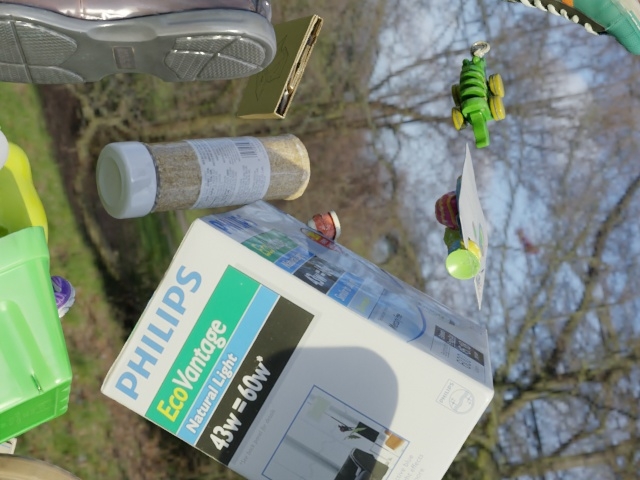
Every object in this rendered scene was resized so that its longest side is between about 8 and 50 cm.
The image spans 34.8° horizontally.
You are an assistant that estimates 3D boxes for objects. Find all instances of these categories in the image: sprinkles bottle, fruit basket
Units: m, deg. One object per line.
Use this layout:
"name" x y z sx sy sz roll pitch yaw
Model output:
"sprinkles bottle" -0.189 -0.112 1.703 0.121 0.355 0.121 13 -74 51
"fruit basket" -0.431 0.053 1.204 0.392 0.283 0.392 50 -25 34

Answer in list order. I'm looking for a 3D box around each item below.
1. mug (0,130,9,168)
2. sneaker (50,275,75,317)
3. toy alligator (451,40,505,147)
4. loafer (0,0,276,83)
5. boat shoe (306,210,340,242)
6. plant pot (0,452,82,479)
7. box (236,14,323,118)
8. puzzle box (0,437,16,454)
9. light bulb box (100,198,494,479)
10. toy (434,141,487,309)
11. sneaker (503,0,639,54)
"mug" -0.360 -0.077 1.050 0.078 0.062 0.064 -55 -157 18
"sneaker" -0.409 0.092 1.463 0.071 0.068 0.170 64 21 -20
"toy alligator" 0.179 -0.186 1.181 0.051 0.056 0.189 58 28 -42
"loafer" -0.189 -0.188 0.831 0.109 0.303 0.095 118 -30 -66
"boat shoe" 0.000 0.000 1.443 0.137 0.043 0.049 98 -30 -67
"plant pot" -0.427 0.402 1.403 0.237 0.237 0.109 78 14 -44
"box" -0.069 -0.270 1.615 0.201 0.021 0.164 16 -96 67
"puzzle box" -0.647 0.436 1.744 0.409 0.052 0.272 75 24 -71
"light bulb box" -0.008 0.139 1.219 0.225 0.361 0.358 -60 177 9
"toy" 0.183 -0.022 1.352 0.237 0.056 0.136 -76 152 -62
"sneaker" 0.291 -0.320 1.262 0.302 0.121 0.108 51 26 19
